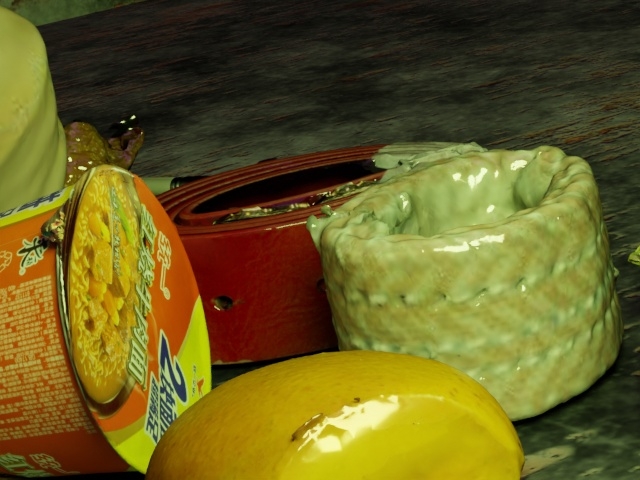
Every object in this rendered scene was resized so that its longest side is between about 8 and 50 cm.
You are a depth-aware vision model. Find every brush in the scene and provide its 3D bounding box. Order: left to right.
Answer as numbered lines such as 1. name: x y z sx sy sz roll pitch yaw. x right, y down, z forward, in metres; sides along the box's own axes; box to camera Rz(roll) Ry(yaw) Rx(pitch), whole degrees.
1. brush: -0.161 -0.053 1.818 0.299 0.042 0.039 -1 19 38

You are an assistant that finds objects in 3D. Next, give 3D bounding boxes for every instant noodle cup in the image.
1. instant noodle cup: -0.194 0.068 1.150 0.174 0.213 0.213 -12 15 18

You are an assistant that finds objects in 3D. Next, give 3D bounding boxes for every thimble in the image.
1. thimble: 0.109 0.026 1.197 0.196 0.148 0.229 8 26 44

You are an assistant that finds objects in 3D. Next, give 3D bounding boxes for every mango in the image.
1. mango: -0.012 0.129 0.934 0.187 0.138 0.257 -37 13 -23

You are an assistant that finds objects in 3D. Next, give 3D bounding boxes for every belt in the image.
1. belt: 0.000 0.000 1.399 0.324 0.115 0.227 -14 18 -18

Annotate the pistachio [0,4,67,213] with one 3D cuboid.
1. pistachio: -0.392 -0.028 1.343 0.445 0.281 0.365 -34 29 6

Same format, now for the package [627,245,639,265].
1. package: 0.342 -0.008 1.277 0.168 0.090 0.226 3 18 31

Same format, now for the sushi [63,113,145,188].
1. sushi: -0.268 -0.003 1.525 0.287 0.149 0.140 -30 38 23
